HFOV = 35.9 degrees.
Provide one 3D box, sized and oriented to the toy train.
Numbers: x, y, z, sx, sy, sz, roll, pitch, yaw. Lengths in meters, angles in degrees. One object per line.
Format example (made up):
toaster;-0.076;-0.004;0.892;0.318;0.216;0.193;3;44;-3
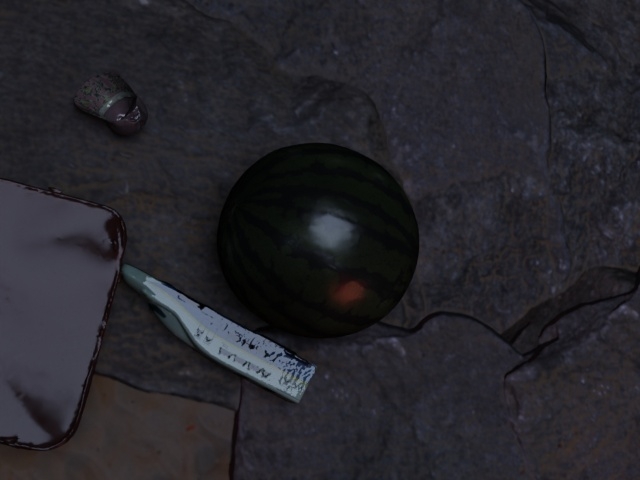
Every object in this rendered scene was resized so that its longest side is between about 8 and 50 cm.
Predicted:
toy train;-0.117;0.099;1.055;0.233;0.052;0.051;30;76;-12

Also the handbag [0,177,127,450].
handbag;-0.347;0.063;0.967;0.275;0.084;0.260;17;77;-16

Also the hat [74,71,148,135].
hat;-0.223;-0.144;1.074;0.087;0.042;0.058;26;65;23

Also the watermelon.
watermelon;0.000;0.000;1.034;0.212;0.212;0.212;4;79;-19
